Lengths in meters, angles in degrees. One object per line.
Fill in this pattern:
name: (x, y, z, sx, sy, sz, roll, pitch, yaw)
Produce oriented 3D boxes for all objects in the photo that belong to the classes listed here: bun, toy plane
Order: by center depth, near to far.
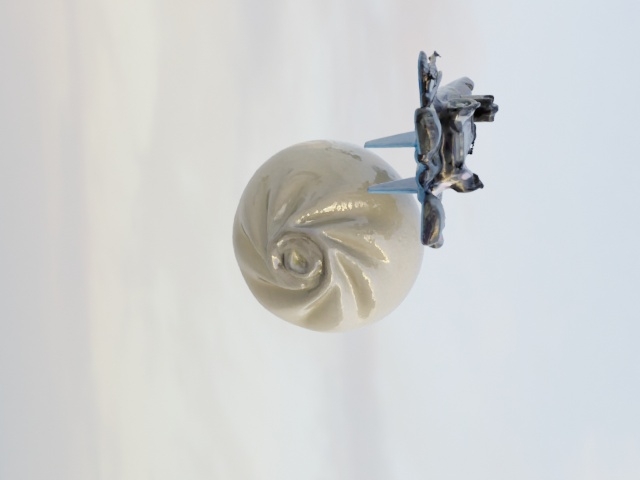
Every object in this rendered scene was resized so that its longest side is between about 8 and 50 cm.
toy plane: (0.107, -0.093, 1.583, 0.246, 0.078, 0.169, -46, 136, -58)
bun: (0.000, 0.000, 1.640, 0.120, 0.173, 0.173, -30, 122, -62)
